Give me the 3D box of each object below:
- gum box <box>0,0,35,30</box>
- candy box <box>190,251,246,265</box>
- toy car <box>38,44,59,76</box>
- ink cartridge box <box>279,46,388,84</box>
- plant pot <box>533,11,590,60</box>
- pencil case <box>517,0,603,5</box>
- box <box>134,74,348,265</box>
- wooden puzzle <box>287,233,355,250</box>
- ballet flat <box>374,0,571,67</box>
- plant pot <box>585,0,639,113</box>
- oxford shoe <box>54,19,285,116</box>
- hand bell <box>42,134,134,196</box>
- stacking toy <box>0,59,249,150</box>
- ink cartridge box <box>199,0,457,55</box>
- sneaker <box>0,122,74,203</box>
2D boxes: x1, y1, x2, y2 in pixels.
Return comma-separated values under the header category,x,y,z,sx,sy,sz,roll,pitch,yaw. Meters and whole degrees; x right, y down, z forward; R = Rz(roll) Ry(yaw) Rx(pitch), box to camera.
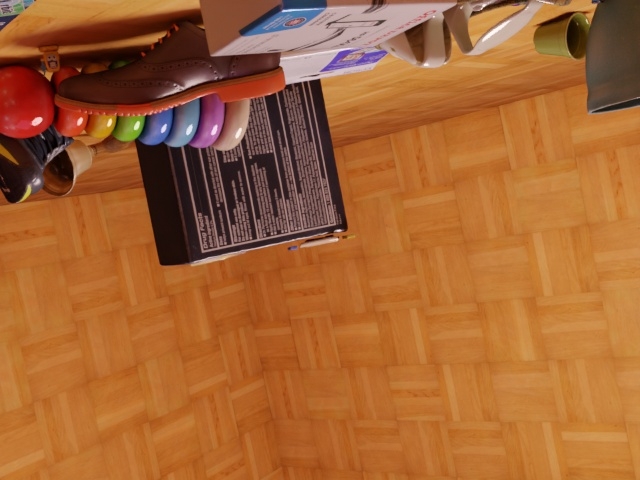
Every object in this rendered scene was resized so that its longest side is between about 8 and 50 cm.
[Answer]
category,x,y,z,sx,sy,sz,roll,pitch,yaw
gum box,-0.303,-0.192,0.552,0.184,0.041,0.157,-13,-178,-42
candy box,-0.261,-0.110,1.720,0.087,0.316,0.183,-11,-177,10
toy car,-0.334,-0.198,0.832,0.122,0.040,0.060,-13,-177,-39
ink cartridge box,0.003,-0.276,1.121,0.206,0.045,0.208,-12,-179,-11
plant pot,0.429,-0.363,1.362,0.083,0.083,0.079,-13,-164,-38
pencil case,0.285,-0.315,0.907,0.152,0.064,0.070,-12,-170,-28
box,-0.144,-0.129,1.296,0.294,0.296,0.183,-12,-177,-30
wooden puzzle,0.000,0.000,1.318,0.116,0.014,0.078,-11,179,-4
ballet flat,0.144,-0.260,0.869,0.123,0.123,0.348,-13,-177,-34
plant pot,0.475,-0.289,0.963,0.293,0.196,0.293,-11,-178,0
oxford shoe,-0.180,-0.209,0.896,0.271,0.098,0.097,-13,-154,-15
hand bell,-0.467,-0.186,1.569,0.126,0.126,0.242,-10,-165,33
stacking toy,-0.268,-0.181,0.997,0.330,0.141,0.141,-7,180,-29
ink cartridge box,0.006,-0.240,0.726,0.203,0.086,0.148,-12,-178,-32
sneaker,-0.408,-0.145,1.059,0.121,0.111,0.300,-26,-149,-12
